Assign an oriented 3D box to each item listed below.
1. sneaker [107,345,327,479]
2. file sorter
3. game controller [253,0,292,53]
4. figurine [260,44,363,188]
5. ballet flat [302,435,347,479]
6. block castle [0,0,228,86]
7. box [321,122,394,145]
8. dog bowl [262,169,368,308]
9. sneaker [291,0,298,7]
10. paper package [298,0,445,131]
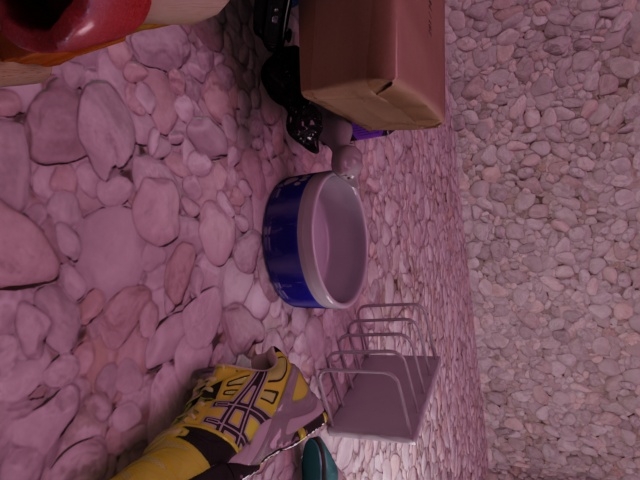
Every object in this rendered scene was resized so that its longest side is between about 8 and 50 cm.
[{"bbox_3d":[-0.145,0.253,0.656,0.147,0.145,0.385,59,25,14],"label":"sneaker"},{"bbox_3d":[0.135,0.282,1.117,0.278,0.193,0.173,-46,125,-56],"label":"file sorter"},{"bbox_3d":[-0.046,-0.426,0.695,0.319,0.067,0.166,115,-16,-60],"label":"game controller"},{"bbox_3d":[-0.003,-0.208,0.897,0.215,0.092,0.209,33,32,-46],"label":"figurine"},{"bbox_3d":[0.010,0.489,0.944,0.087,0.083,0.247,5,86,-30],"label":"ballet flat"},{"bbox_3d":[-0.257,-0.313,0.269,0.213,0.303,0.453,-41,122,-57],"label":"block castle"},{"bbox_3d":[0.109,-0.330,1.165,0.270,0.165,0.143,-45,127,-57],"label":"box"},{"bbox_3d":[0.000,0.000,0.972,0.265,0.104,0.265,13,76,-63],"label":"dog bowl"},{"bbox_3d":[-0.085,-0.464,0.873,0.240,0.091,0.126,-23,139,-39],"label":"sneaker"},{"bbox_3d":[0.098,-0.372,0.834,0.309,0.168,0.325,-3,93,-64],"label":"paper package"}]
